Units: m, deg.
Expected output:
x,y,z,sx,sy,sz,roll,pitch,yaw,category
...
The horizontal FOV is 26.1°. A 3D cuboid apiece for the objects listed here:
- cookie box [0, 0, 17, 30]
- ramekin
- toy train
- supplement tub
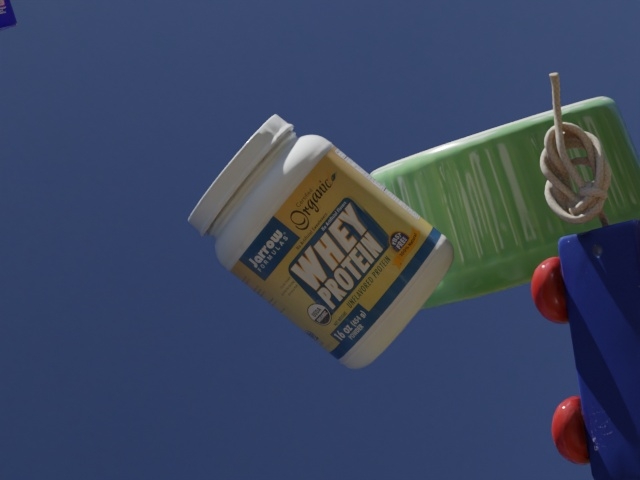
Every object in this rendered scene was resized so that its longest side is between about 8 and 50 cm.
x,y,z,sx,sy,sz,roll,pitch,yaw,category
-0.281,-0.155,0.979,0.092,0.107,0.040,-20,-79,-35,cookie box
0.194,-0.040,1.425,0.303,0.303,0.148,-18,-89,-37,ramekin
0.212,0.019,0.856,0.143,0.105,0.248,0,-101,-41,toy train
0.000,0.000,1.198,0.200,0.144,0.144,39,-107,-1,supplement tub
